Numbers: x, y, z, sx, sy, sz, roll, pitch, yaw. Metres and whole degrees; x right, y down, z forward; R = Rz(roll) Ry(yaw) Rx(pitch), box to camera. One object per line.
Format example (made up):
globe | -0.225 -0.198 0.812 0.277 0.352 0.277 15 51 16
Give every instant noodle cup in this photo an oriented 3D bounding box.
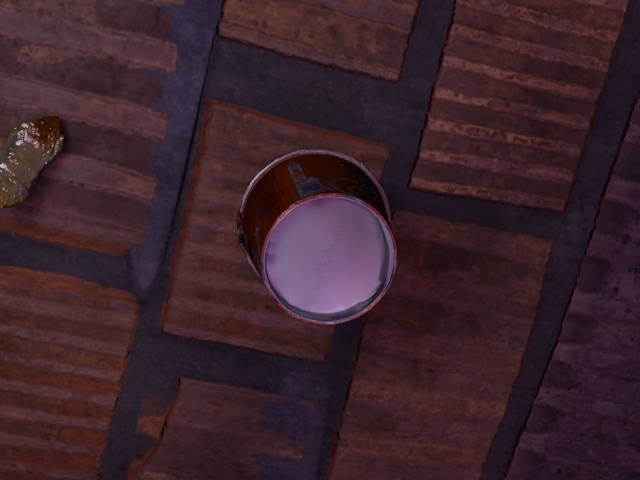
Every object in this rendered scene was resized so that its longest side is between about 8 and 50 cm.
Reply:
instant noodle cup | 0.000 0.000 1.302 0.250 0.192 0.250 -2 106 -6

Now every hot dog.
hot dog | -0.443 -0.116 1.283 0.078 0.061 0.169 41 72 -23
